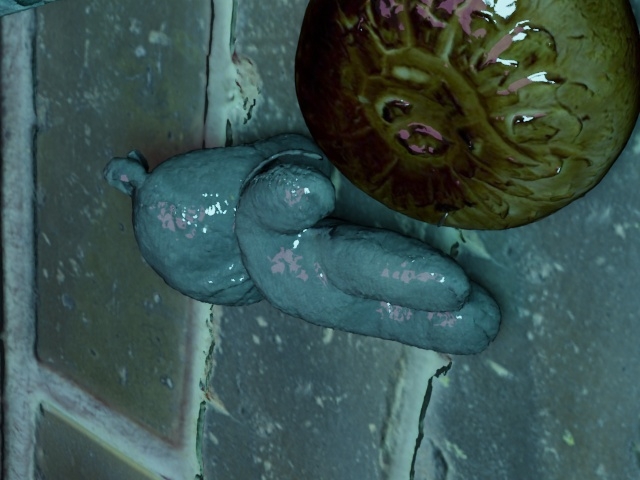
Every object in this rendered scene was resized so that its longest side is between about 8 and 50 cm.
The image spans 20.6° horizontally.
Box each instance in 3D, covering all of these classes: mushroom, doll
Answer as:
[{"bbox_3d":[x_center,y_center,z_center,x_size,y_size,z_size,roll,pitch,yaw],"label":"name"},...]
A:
[{"bbox_3d":[0.095,-0.130,1.268,0.278,0.163,0.297,38,143,20],"label":"mushroom"},{"bbox_3d":[0.001,-0.007,1.467,0.340,0.158,0.246,8,156,32],"label":"doll"}]

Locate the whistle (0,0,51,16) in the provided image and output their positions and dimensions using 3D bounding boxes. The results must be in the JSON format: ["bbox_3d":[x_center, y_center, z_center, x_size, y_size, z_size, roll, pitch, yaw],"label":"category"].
[{"bbox_3d":[-0.309,-0.237,1.647,0.312,0.062,0.062,-6,111,45],"label":"whistle"}]
